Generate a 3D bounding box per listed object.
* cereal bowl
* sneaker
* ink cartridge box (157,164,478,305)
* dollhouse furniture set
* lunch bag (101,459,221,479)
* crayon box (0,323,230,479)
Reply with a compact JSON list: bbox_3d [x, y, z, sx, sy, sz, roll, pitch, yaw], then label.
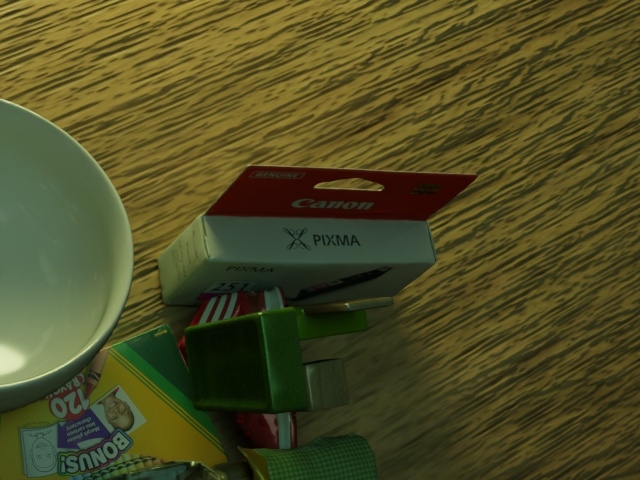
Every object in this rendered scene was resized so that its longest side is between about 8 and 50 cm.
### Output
[{"bbox_3d":[-0.357,0.028,1.802,0.339,0.141,0.339,10,54,-14],"label":"cereal bowl"},{"bbox_3d":[-0.091,0.162,1.979,0.128,0.087,0.221,-3,85,-2],"label":"sneaker"},{"bbox_3d":[0.000,0.000,1.967,0.275,0.239,0.060,1,68,-28],"label":"ink cartridge box"},{"bbox_3d":[0.001,0.213,1.862,0.198,0.151,0.301,-7,88,-35],"label":"dollhouse furniture set"},{"bbox_3d":[-0.166,0.357,1.740,0.169,0.287,0.235,0,104,12],"label":"lunch bag"},{"bbox_3d":[-0.246,0.211,1.859,0.278,0.081,0.165,-22,85,-32],"label":"crayon box"}]
